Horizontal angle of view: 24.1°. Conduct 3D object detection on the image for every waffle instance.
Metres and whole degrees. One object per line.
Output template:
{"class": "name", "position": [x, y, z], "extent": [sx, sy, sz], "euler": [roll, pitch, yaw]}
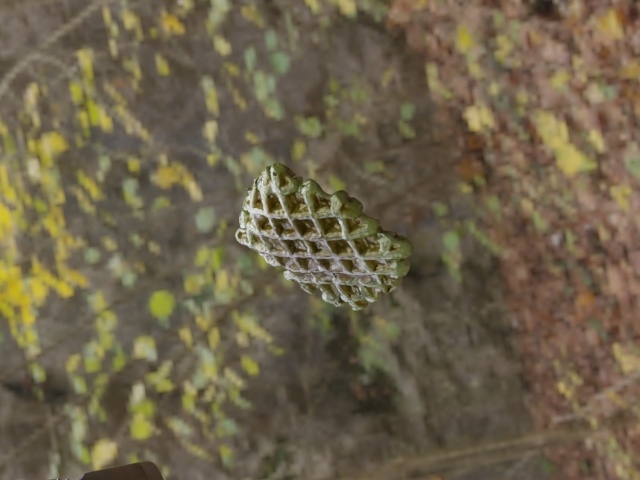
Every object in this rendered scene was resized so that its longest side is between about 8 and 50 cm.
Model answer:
{"class": "waffle", "position": [0.000, 0.000, 1.709], "extent": [0.054, 0.208, 0.214], "euler": [-61, -1, -30]}

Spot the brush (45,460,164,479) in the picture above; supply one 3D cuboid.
{"class": "brush", "position": [-0.251, 0.268, 1.539], "extent": [0.321, 0.050, 0.060], "euler": [2, -113, -60]}
